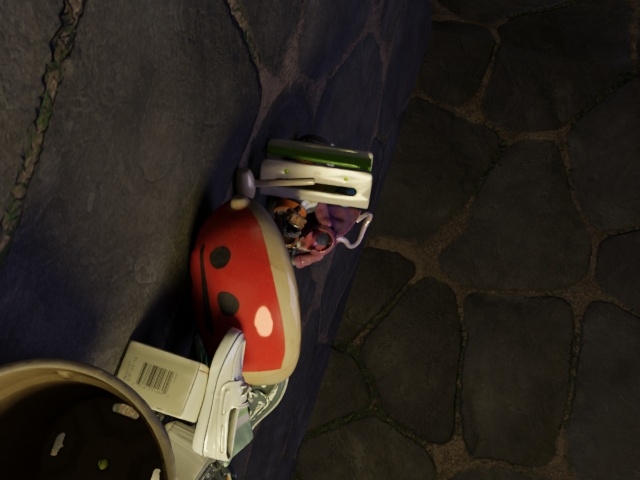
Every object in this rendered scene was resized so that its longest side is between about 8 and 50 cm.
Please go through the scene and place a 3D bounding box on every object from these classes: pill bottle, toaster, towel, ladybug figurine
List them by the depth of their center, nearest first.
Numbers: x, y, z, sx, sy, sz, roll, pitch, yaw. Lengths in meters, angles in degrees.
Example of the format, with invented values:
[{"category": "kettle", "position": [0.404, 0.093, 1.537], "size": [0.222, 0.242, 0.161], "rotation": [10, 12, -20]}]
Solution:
[{"category": "ladybug figurine", "position": [-0.173, 0.120, 1.515], "size": [0.161, 0.305, 0.450], "rotation": [-19, 115, -33]}, {"category": "toaster", "position": [-0.317, 0.512, 1.564], "size": [0.227, 0.146, 0.129], "rotation": [-58, 166, -21]}, {"category": "towel", "position": [-0.233, 0.372, 1.783], "size": [0.248, 0.038, 0.325], "rotation": [-10, 91, -78]}, {"category": "pill bottle", "position": [-0.046, -0.164, 1.975], "size": [0.130, 0.130, 0.246], "rotation": [83, 25, -60]}]

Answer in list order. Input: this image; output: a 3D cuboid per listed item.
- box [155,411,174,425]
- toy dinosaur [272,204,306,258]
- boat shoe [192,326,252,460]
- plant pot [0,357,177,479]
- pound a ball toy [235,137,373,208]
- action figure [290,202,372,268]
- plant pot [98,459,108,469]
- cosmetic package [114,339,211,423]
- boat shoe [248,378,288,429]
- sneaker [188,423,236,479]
[{"category": "box", "position": [-0.361, 0.422, 1.609], "size": [0.083, 0.018, 0.067], "rotation": [26, 80, -77]}, {"category": "toy dinosaur", "position": [-0.119, 0.018, 1.749], "size": [0.218, 0.164, 0.322], "rotation": [-58, 170, -19]}, {"category": "boat shoe", "position": [-0.175, 0.302, 1.388], "size": [0.095, 0.084, 0.258], "rotation": [-10, 114, -76]}, {"category": "plant pot", "position": [-0.345, 0.335, 0.998], "size": [0.305, 0.333, 0.334], "rotation": [103, 5, -80]}, {"category": "pound a ball toy", "position": [-0.037, -0.136, 1.734], "size": [0.208, 0.319, 0.136], "rotation": [-83, 180, -56]}, {"category": "action figure", "position": [0.000, 0.000, 2.122], "size": [0.370, 0.275, 0.248], "rotation": [-81, -169, -79]}, {"category": "plant pot", "position": [-0.399, 0.398, 1.276], "size": [0.083, 0.079, 0.083], "rotation": [17, 90, -78]}, {"category": "cosmetic package", "position": [-0.289, 0.305, 1.458], "size": [0.309, 0.160, 0.113], "rotation": [70, 37, -71]}, {"category": "boat shoe", "position": [-0.203, 0.458, 2.019], "size": [0.319, 0.116, 0.099], "rotation": [-54, 155, 4]}, {"category": "sneaker", "position": [-0.270, 0.579, 1.769], "size": [0.126, 0.127, 0.321], "rotation": [78, 10, -61]}]
